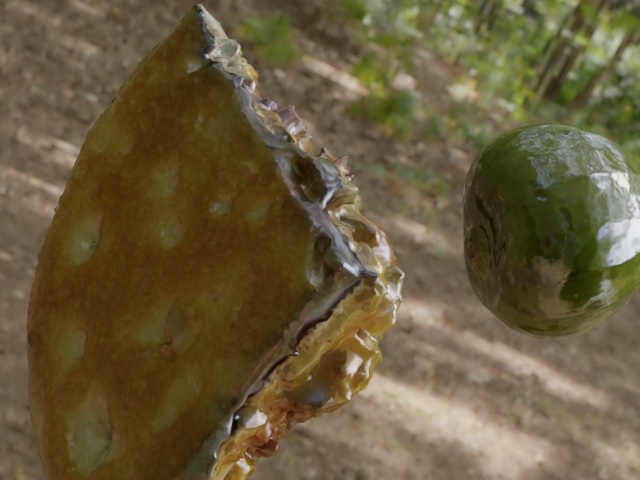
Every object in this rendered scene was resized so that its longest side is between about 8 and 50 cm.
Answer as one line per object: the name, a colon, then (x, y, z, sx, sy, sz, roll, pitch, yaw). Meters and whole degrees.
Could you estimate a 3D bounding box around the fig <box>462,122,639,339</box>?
fig: (0.240, -0.014, 1.494, 0.225, 0.203, 0.203, -9, 27, -20)

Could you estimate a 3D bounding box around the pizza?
pizza: (-0.073, 0.027, 1.046, 0.277, 0.409, 0.114, -12, -25, 26)
